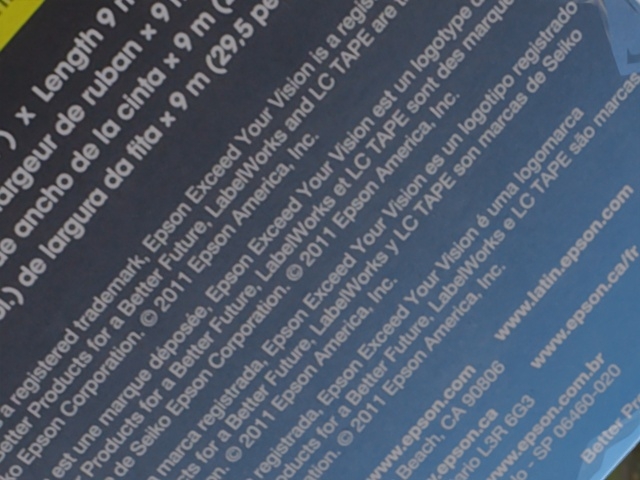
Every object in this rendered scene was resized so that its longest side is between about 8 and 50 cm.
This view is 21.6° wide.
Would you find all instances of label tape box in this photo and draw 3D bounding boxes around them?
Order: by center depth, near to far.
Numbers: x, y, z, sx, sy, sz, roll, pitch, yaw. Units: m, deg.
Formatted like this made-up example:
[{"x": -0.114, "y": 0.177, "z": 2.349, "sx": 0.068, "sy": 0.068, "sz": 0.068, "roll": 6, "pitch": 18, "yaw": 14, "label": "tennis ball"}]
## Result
[{"x": -0.047, "y": -0.029, "z": 0.484, "sx": 0.334, "sy": 0.240, "sz": 0.106, "roll": 41, "pitch": 2, "yaw": -25, "label": "label tape box"}]
